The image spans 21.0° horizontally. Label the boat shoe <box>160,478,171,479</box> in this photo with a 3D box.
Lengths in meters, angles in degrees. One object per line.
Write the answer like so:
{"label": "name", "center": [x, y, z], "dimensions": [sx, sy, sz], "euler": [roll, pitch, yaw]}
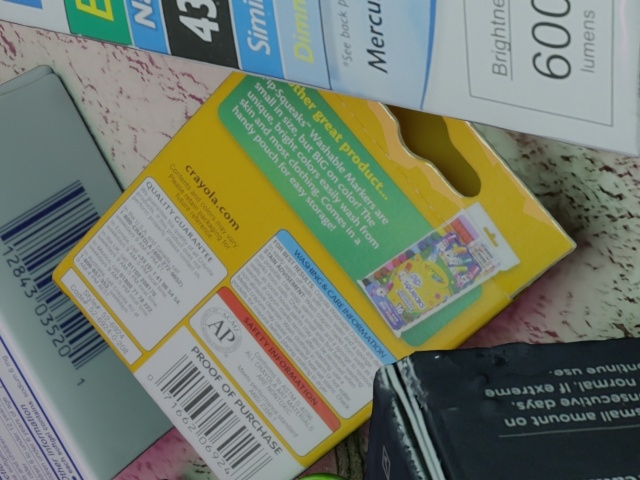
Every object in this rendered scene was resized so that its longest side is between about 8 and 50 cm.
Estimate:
{"label": "boat shoe", "center": [-0.105, 0.252, 1.315], "dimensions": [0.065, 0.083, 0.183], "euler": [27, 157, 25]}

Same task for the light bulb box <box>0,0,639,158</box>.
{"label": "light bulb box", "center": [0.027, -0.267, 0.757], "dimensions": [0.361, 0.225, 0.358], "euler": [15, 124, 32]}

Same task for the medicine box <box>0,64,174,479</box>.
{"label": "medicine box", "center": [-0.258, 0.055, 1.249], "dimensions": [0.289, 0.149, 0.263], "euler": [-20, 102, 45]}

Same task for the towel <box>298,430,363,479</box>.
{"label": "towel", "center": [-0.026, 0.103, 1.175], "dimensions": [0.110, 0.027, 0.148], "euler": [11, 122, 36]}

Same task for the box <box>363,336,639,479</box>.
{"label": "box", "center": [0.193, 0.370, 0.808], "dimensions": [0.471, 0.297, 0.480], "euler": [-107, 18, -52]}

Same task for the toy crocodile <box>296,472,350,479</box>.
{"label": "toy crocodile", "center": [0.056, 0.168, 1.001], "dimensions": [0.340, 0.115, 0.105], "euler": [-23, 85, 5]}

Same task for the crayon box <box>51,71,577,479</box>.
{"label": "crayon box", "center": [0.000, 0.000, 1.031], "dimensions": [0.203, 0.083, 0.323], "euler": [50, 130, 4]}
